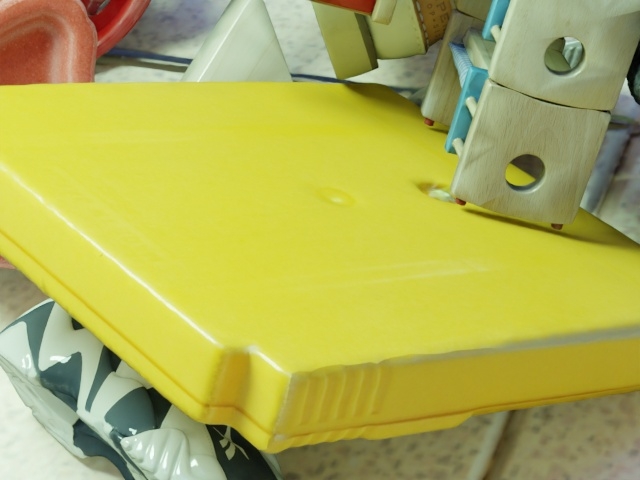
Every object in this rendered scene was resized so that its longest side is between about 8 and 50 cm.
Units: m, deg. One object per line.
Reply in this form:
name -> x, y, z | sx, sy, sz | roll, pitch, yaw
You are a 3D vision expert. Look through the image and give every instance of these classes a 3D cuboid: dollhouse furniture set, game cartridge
dollhouse furniture set -> 0.049, -0.105, 1.013 | 0.184, 0.129, 0.129 | 13, 22, -10
game cartridge -> 0.000, 0.000, 0.966 | 0.324, 0.052, 0.285 | -6, 31, -42

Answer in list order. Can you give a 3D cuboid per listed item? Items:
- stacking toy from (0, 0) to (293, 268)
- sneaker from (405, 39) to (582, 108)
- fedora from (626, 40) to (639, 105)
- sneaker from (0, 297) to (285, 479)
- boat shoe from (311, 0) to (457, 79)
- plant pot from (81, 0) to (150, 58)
stacking toy -> -0.169, -0.150, 1.140 | 0.279, 0.309, 0.130 | -19, 14, -34
sneaker -> 0.112, -0.080, 1.152 | 0.134, 0.051, 0.070 | -20, -1, 23
fedora -> 0.250, -0.081, 0.991 | 0.152, 0.334, 0.334 | -42, 40, 15
sneaker -> -0.041, 0.067, 0.984 | 0.153, 0.094, 0.235 | -41, 39, -18
boat shoe -> 0.025, -0.229, 1.180 | 0.103, 0.113, 0.302 | -16, 59, 4
plant pot -> -0.202, -0.222, 1.270 | 0.191, 0.191, 0.174 | -14, 39, -2
